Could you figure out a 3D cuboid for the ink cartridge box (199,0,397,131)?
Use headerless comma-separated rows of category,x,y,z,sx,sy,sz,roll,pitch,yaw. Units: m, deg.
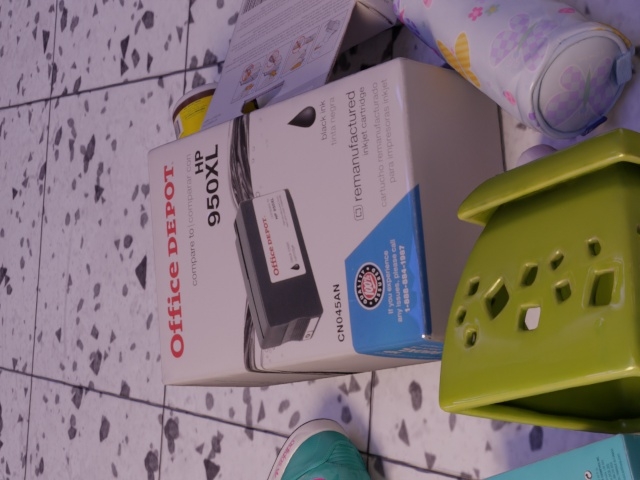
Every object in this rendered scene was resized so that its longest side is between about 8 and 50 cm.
ink cartridge box,-0.023,-0.230,1.535,0.296,0.066,0.261,-18,50,53

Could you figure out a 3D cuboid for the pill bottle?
pill bottle,-0.119,-0.091,1.682,0.117,0.117,0.215,-42,54,44

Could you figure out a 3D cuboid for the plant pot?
plant pot,0.248,0.039,1.061,0.227,0.228,0.207,-23,60,52

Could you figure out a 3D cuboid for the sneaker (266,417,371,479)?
sneaker,-0.007,0.374,1.473,0.178,0.123,0.296,46,122,58

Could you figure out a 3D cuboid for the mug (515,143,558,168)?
mug,0.217,-0.056,1.252,0.078,0.062,0.064,-61,33,20

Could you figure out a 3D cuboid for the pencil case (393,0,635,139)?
pencil case,0.184,-0.208,1.265,0.124,0.113,0.273,-36,43,-7

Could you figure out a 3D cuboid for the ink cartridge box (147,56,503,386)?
ink cartridge box,0.000,0.000,1.400,0.394,0.166,0.286,-15,75,42

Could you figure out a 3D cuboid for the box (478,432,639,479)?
box,0.224,0.231,1.170,0.244,0.100,0.060,-33,60,49
